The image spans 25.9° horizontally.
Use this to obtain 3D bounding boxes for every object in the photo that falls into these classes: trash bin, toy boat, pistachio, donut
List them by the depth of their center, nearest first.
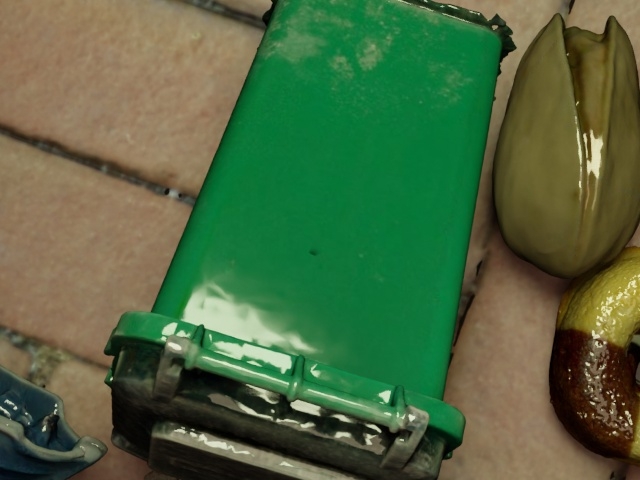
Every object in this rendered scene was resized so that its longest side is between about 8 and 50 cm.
[{"bbox_3d":[0.000,0.000,1.058,0.259,0.295,0.381,16,70,-3],"label":"trash bin"},{"bbox_3d":[0.272,0.096,1.145,0.166,0.073,0.184,22,89,3],"label":"donut"},{"bbox_3d":[0.209,-0.079,1.147,0.135,0.136,0.226,6,81,3],"label":"pistachio"},{"bbox_3d":[-0.313,0.101,1.165,0.309,0.129,0.142,34,104,3],"label":"toy boat"}]

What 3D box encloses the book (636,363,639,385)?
[{"bbox_3d":[0.360,0.045,1.190,0.157,0.026,0.231,32,88,7],"label":"book"}]

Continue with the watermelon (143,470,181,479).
[{"bbox_3d":[-0.096,0.225,1.163,0.139,0.071,0.187,10,60,25],"label":"watermelon"}]
